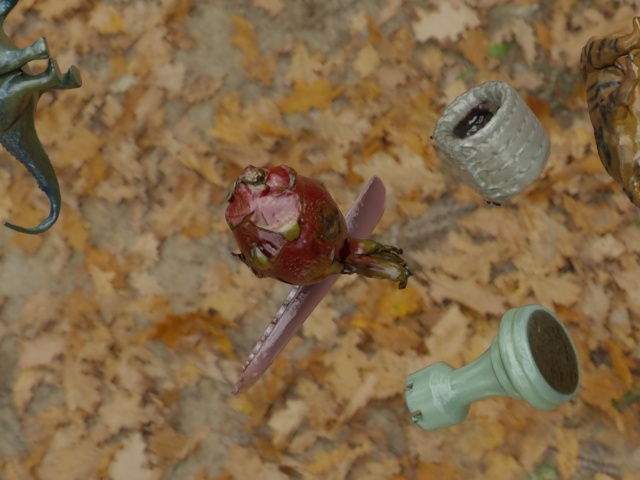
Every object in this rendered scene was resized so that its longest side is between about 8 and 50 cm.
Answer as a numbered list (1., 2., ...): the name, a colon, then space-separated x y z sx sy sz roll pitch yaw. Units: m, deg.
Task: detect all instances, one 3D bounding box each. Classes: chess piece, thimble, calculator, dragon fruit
1. chess piece: 0.104 0.086 0.888 0.103 0.067 0.067 -26 56 33
2. thimble: 0.180 -0.102 1.468 0.102 0.090 0.115 -27 28 30
3. calculator: -0.017 0.072 1.855 0.048 0.220 0.330 36 73 -1
4. dragon fruit: 0.000 0.000 1.603 0.125 0.246 0.125 -48 31 45

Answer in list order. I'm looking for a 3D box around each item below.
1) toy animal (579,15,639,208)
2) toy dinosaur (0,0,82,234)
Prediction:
1. toy animal: 0.248 -0.077 1.085 0.116 0.114 0.255 -43 38 49
2. toy dinosaur: -0.311 -0.158 1.365 0.147 0.363 0.076 -19 39 12
